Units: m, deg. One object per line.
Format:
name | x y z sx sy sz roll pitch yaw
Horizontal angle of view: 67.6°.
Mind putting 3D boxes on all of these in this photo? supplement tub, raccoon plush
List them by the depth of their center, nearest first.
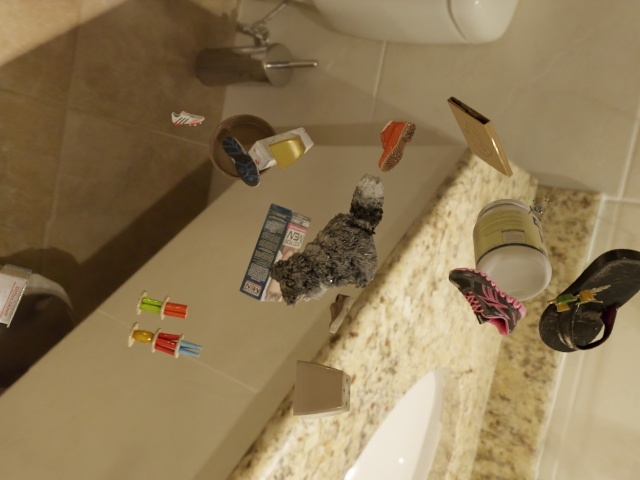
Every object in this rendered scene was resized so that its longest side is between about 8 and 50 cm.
raccoon plush | 0.000 0.000 1.456 0.299 0.216 0.446 -14 124 -25
supplement tub | 0.658 0.026 1.673 0.324 0.236 0.235 -73 152 -48

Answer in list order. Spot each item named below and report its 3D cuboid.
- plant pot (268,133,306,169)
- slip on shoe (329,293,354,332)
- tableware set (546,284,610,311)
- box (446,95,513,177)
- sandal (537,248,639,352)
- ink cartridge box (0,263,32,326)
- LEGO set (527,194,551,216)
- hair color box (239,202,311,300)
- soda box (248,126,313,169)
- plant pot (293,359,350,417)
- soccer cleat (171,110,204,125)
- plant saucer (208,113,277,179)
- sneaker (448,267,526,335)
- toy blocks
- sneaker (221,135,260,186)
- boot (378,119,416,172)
plant pot | -0.090 -0.266 1.394 0.081 0.083 0.081 -75 142 -62
slip on shoe | 0.038 0.160 1.078 0.051 0.041 0.135 -65 172 31
tableware set | 0.484 0.117 0.911 0.154 0.104 0.024 42 34 -70
box | 0.409 -0.264 1.223 0.021 0.164 0.201 -38 132 6
sandal | 0.708 0.197 1.268 0.445 0.168 0.107 91 10 -49
ink cartridge box | -0.705 0.119 1.075 0.060 0.180 0.104 23 85 -28
LEGO set | 0.637 -0.100 1.384 0.054 0.023 0.083 41 81 -12
hair color box | -0.165 0.051 1.797 0.174 0.105 0.347 17 94 -66
soda box | -0.127 -0.305 1.576 0.216 0.069 0.073 -29 85 -42
plant pot | 0.009 0.313 0.995 0.109 0.096 0.108 57 33 -61
soccer cleat | -0.338 -0.312 1.216 0.029 0.083 0.035 -84 170 -51
plant saucer | -0.302 -0.366 1.896 0.041 0.278 0.277 94 18 -77
sneaker | 0.223 0.085 0.656 0.057 0.119 0.047 -53 177 -27
toy blocks | -0.316 0.180 1.006 0.054 0.148 0.123 -164 -91 -85
sneaker | -0.279 -0.289 1.761 0.211 0.080 0.081 60 11 9
boot | 0.195 -0.267 1.347 0.157 0.085 0.059 -60 148 -5
